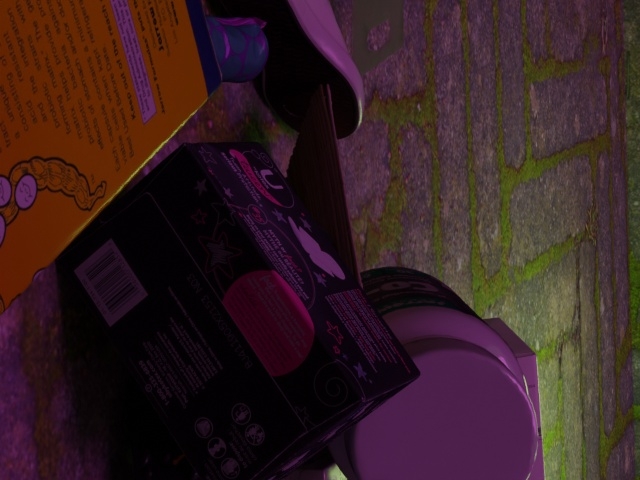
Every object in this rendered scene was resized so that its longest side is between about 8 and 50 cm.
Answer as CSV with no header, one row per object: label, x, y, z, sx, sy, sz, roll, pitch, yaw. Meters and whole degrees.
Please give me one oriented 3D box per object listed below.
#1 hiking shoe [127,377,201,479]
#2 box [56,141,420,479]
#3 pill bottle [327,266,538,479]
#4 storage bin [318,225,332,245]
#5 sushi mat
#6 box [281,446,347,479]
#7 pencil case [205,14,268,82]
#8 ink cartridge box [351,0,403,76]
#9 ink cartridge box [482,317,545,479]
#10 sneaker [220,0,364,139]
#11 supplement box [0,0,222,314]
hiking shoe,-0.126,0.208,1.262,0.132,0.113,0.304,110,-11,-59
box,-0.065,0.064,1.158,0.247,0.163,0.142,55,21,12
pill bottle,0.095,0.152,1.433,0.361,0.204,0.204,-126,-148,-80
storage bin,-0.064,0.026,1.329,0.091,0.135,0.098,101,8,-49
sushi mat,0.000,0.000,1.382,0.316,0.019,0.151,-98,-159,-45
box,0.040,0.252,1.651,0.324,0.063,0.067,-15,103,-66
pencil case,-0.105,-0.184,1.310,0.070,0.064,0.152,-63,160,12
ink cartridge box,0.082,-0.304,1.535,0.171,0.056,0.235,-42,133,-58
ink cartridge box,0.221,0.259,1.912,0.198,0.115,0.272,-125,-151,-76
sneaker,-0.016,-0.224,1.464,0.290,0.106,0.123,64,30,-51
supplement box,-0.234,-0.100,0.857,0.356,0.194,0.195,-55,139,-52
